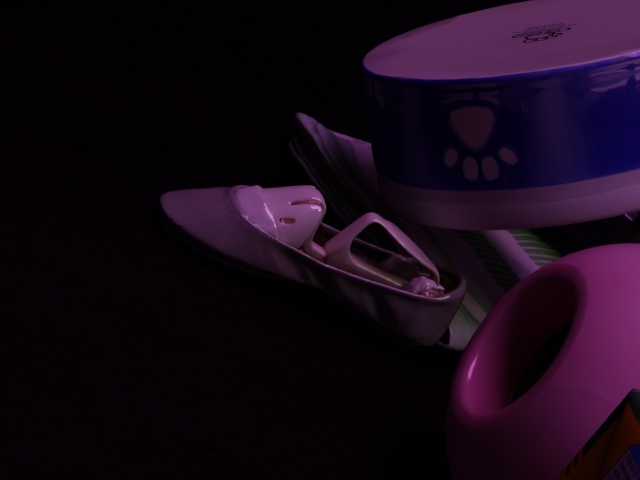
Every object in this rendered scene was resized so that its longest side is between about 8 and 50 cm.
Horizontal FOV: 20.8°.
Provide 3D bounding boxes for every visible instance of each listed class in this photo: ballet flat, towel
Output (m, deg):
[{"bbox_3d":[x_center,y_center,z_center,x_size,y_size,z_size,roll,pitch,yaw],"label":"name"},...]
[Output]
[{"bbox_3d":[0.000,0.000,1.126,0.213,0.068,0.072,26,24,-19],"label":"ballet flat"},{"bbox_3d":[0.144,0.008,1.350,0.325,0.038,0.248,11,33,-45],"label":"towel"}]

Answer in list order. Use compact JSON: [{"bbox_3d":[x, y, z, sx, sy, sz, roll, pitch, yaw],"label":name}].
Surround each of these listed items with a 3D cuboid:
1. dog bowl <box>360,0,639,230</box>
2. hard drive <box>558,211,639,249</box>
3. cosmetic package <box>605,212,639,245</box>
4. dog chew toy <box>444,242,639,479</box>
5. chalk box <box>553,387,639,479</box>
[{"bbox_3d":[0.163,-0.097,1.219,0.265,0.104,0.265,-10,16,3],"label":"dog bowl"},{"bbox_3d":[0.234,-0.046,1.455,0.255,0.054,0.172,40,25,11],"label":"hard drive"},{"bbox_3d":[0.335,0.096,1.238,0.309,0.160,0.113,41,24,0],"label":"cosmetic package"},{"bbox_3d":[0.233,0.147,1.005,0.332,0.206,0.206,35,21,-19],"label":"dog chew toy"},{"bbox_3d":[0.231,0.233,0.842,0.289,0.179,0.180,24,26,-25],"label":"chalk box"}]
